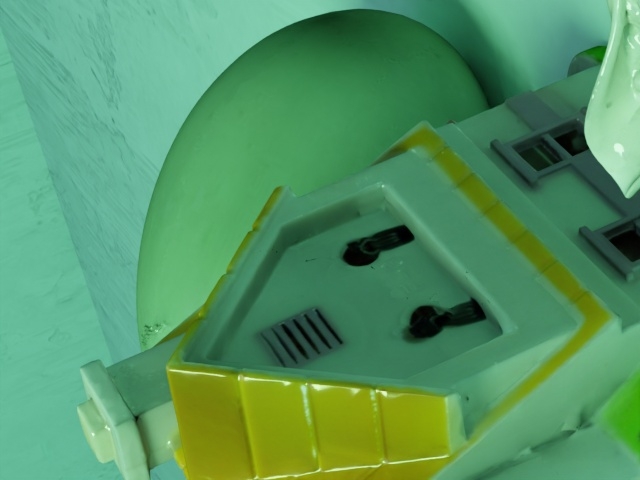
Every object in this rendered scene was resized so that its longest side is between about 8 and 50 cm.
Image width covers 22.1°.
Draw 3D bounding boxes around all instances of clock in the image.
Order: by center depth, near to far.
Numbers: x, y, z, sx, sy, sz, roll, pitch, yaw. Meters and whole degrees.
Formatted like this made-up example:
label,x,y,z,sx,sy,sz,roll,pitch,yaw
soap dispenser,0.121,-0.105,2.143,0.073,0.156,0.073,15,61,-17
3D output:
label,x,y,z,sx,sy,sz,roll,pitch,yaw
clock,0.058,0.068,0.742,0.235,0.309,0.166,51,157,44

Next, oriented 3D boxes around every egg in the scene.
label,x,y,z,sx,sy,sz,roll,pitch,yaw
egg,0.000,0.000,0.946,0.203,0.283,0.203,22,168,5

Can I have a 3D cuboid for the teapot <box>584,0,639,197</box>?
label,x,y,z,sx,sy,sz,roll,pitch,yaw
teapot,0.159,-0.100,0.583,0.145,0.092,0.226,54,159,29
